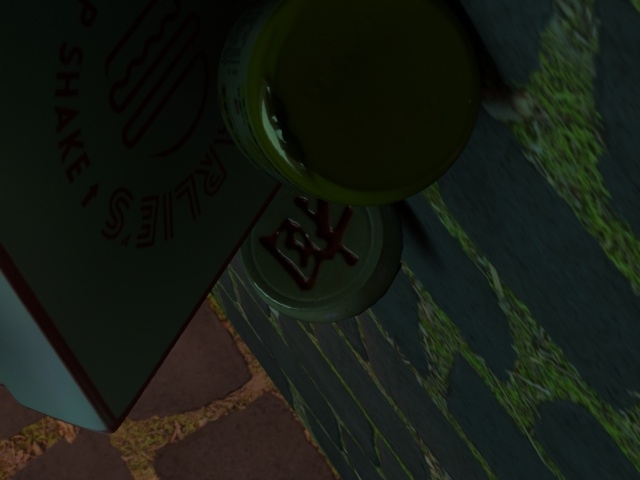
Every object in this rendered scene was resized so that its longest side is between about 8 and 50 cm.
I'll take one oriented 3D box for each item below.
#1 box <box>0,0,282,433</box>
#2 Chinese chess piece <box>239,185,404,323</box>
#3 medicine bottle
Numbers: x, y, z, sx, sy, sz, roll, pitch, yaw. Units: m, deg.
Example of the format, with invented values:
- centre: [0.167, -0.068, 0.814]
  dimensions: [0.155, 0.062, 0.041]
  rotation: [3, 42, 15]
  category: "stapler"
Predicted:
- centre: [-0.214, -0.118, 1.126]
  dimensions: [0.300, 0.314, 0.312]
  rotation: [14, 147, 31]
  category: "box"
- centre: [0.000, 0.000, 1.320]
  dimensions: [0.122, 0.122, 0.051]
  rotation: [53, -170, 20]
  category: "Chinese chess piece"
- centre: [0.001, -0.086, 1.003]
  dimensions: [0.122, 0.122, 0.212]
  rotation: [58, 171, -12]
  category: "medicine bottle"
